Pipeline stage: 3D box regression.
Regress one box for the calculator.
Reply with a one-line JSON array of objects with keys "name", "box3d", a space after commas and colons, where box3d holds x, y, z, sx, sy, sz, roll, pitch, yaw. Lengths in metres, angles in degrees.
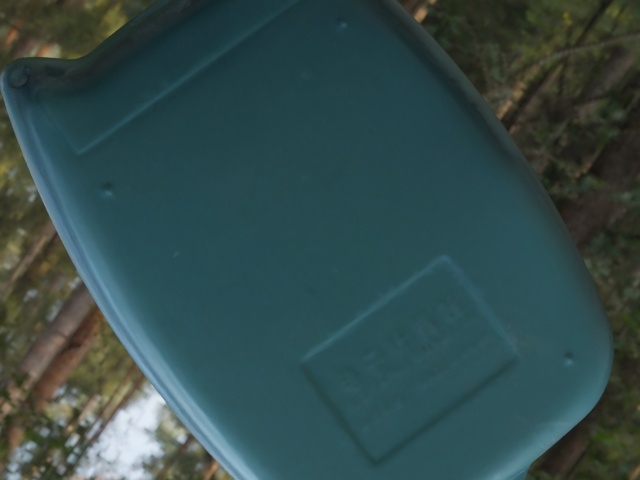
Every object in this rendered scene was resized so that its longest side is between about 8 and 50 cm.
[{"name": "calculator", "box3d": [0.000, 0.000, 0.662, 0.386, 0.256, 0.054, 54, 176, 0]}]
